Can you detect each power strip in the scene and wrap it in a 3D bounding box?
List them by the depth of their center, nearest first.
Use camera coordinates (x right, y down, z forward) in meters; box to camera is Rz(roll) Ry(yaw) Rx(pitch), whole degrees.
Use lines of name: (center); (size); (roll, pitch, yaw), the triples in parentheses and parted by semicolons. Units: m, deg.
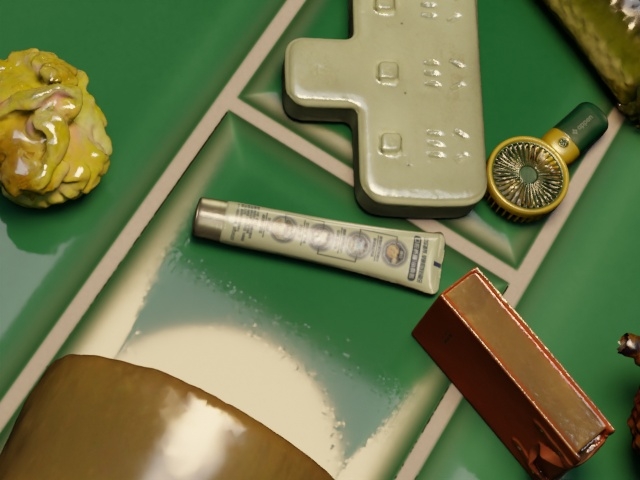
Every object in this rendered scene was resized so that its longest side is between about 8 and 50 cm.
power strip: (0.059, -0.153, 1.482); (0.194, 0.059, 0.265); (1, 71, -9)

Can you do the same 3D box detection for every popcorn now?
popcorn: (-0.257, -0.102, 1.388); (0.126, 0.126, 0.145); (-3, 86, 16)

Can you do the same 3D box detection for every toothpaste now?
toothpaste: (0.000, 0.000, 1.430); (0.239, 0.039, 0.062); (11, 74, -7)

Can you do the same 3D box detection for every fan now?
fan: (0.222, -0.078, 1.491); (0.155, 0.039, 0.082); (-40, 80, -21)

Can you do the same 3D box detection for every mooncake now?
mooncake: (-0.123, 0.220, 1.202); (0.284, 0.284, 0.155); (25, 67, 0)

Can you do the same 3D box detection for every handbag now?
handbag: (0.169, 0.125, 1.363); (0.063, 0.127, 0.190); (-37, 81, -19)

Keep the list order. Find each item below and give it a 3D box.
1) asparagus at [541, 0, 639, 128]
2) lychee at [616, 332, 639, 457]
asparagus: (0.272, -0.265, 1.526); (0.128, 0.108, 0.382); (-40, 78, 14)
lychee: (0.366, 0.148, 1.355); (0.238, 0.200, 0.200); (35, 69, -9)
